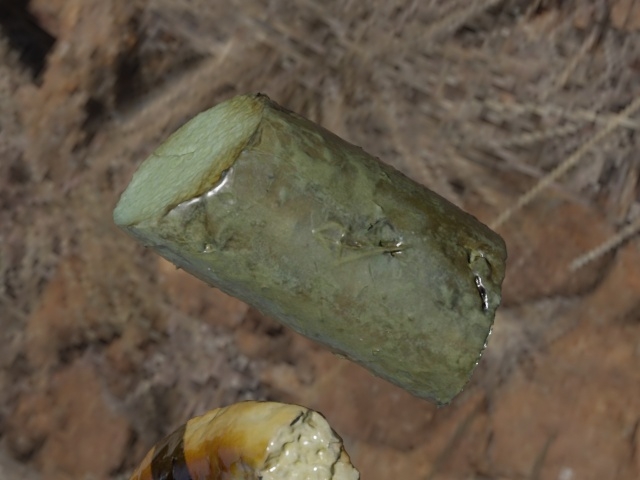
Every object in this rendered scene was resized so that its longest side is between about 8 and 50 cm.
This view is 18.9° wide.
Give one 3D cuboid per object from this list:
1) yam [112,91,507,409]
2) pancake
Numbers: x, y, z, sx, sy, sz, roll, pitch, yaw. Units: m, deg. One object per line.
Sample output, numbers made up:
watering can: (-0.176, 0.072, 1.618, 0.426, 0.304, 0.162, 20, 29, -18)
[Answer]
yam: (0.000, 0.000, 1.539, 0.304, 0.168, 0.168, 31, 138, -10)
pancake: (-0.038, 0.211, 0.996, 0.266, 0.057, 0.244, -27, 76, 60)
